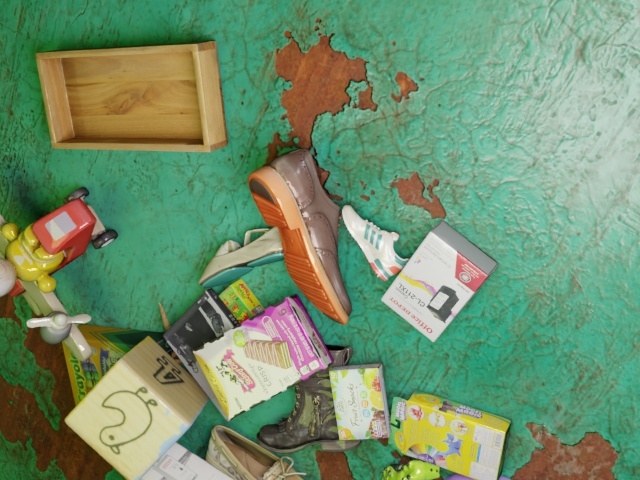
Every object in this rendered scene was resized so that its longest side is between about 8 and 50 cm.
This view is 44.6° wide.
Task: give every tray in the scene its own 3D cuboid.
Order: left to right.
[{"bbox_3d":[-0.386,-0.290,1.584,0.410,0.076,0.203,5,110,27],"label":"tray"}]

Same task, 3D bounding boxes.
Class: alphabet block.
[{"bbox_3d":[-0.376,0.350,1.639,0.197,0.193,0.192,42,98,-2],"label":"alphabet block"}]

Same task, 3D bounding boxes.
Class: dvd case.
[{"bbox_3d":[-0.212,0.244,1.649,0.239,0.029,0.179,51,121,7],"label":"dvd case"}]

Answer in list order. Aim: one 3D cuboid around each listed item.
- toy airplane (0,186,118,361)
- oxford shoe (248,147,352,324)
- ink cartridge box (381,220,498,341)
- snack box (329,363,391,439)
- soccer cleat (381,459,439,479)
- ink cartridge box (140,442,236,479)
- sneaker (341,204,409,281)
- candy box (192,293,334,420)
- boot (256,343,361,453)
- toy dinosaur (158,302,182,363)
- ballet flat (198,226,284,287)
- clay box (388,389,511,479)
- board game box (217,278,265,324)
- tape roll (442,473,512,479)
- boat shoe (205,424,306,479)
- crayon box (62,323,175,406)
[{"bbox_3d":[-0.666,0.056,1.738,0.386,0.272,0.384,16,115,22],"label":"toy airplane"},{"bbox_3d":[0.000,0.000,1.454,0.130,0.132,0.364,22,142,50],"label":"oxford shoe"},{"bbox_3d":[0.211,0.075,1.398,0.127,0.072,0.175,38,121,11],"label":"ink cartridge box"},{"bbox_3d":[0.078,0.314,1.518,0.100,0.037,0.141,-7,96,18],"label":"snack box"},{"bbox_3d":[0.175,0.471,1.549,0.072,0.060,0.179,10,155,-16],"label":"soccer cleat"},{"bbox_3d":[-0.286,0.581,1.755,0.283,0.117,0.207,21,140,33],"label":"ink cartridge box"},{"bbox_3d":[0.104,-0.007,1.445,0.075,0.057,0.161,-33,84,9],"label":"sneaker"},{"bbox_3d":[-0.114,0.230,1.543,0.233,0.071,0.159,-31,84,16],"label":"candy box"},{"bbox_3d":[-0.034,0.318,1.620,0.263,0.091,0.229,-8,98,26],"label":"boot"},{"bbox_3d":[-0.303,0.244,1.751,0.211,0.064,0.112,38,98,4],"label":"toy dinosaur"},{"bbox_3d":[-0.153,0.027,1.580,0.248,0.086,0.086,-21,97,30],"label":"ballet flat"},{"bbox_3d":[0.244,0.372,1.499,0.222,0.053,0.127,15,116,24],"label":"clay box"},{"bbox_3d":[-0.206,0.169,1.670,0.181,0.043,0.092,-40,87,33],"label":"board game box"},{"bbox_3d":[0.320,0.592,1.518,0.274,0.090,0.275,10,113,24],"label":"tape roll"},{"bbox_3d":[-0.133,0.507,1.718,0.285,0.104,0.089,21,119,21],"label":"boat shoe"},{"bbox_3d":[-0.489,0.314,1.851,0.322,0.083,0.203,2,109,28],"label":"crayon box"}]
